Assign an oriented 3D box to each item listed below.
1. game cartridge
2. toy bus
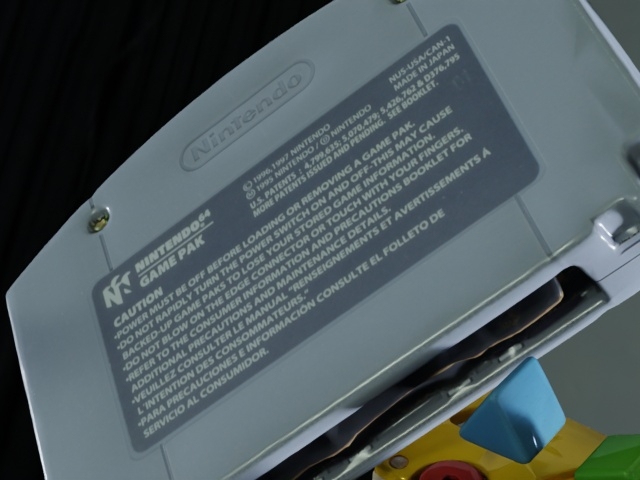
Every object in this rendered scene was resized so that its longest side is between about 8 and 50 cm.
[{"bbox_3d":[0.000,0.000,0.648,0.297,0.198,0.062,-35,133,14],"label":"game cartridge"},{"bbox_3d":[0.118,0.134,0.628,0.202,0.104,0.191,55,141,-2],"label":"toy bus"}]
